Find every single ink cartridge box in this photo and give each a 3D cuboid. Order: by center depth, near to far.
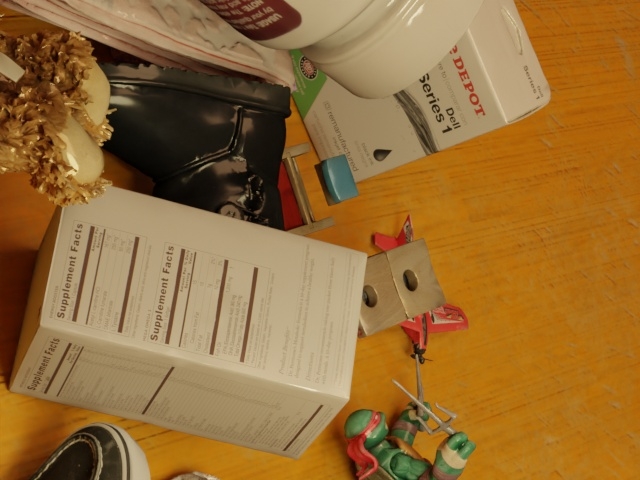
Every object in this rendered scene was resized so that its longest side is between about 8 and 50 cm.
[{"bbox_3d":[0.086,-0.160,1.847,0.092,0.219,0.160,-29,97,-51],"label":"ink cartridge box"}]

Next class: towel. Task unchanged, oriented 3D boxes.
[{"bbox_3d":[-0.161,-0.306,1.718,0.317,0.053,0.332,17,54,-43],"label":"towel"}]

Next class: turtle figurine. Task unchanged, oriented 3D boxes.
[{"bbox_3d":[0.093,0.210,1.789,0.234,0.118,0.175,53,1,-22],"label":"turtle figurine"}]

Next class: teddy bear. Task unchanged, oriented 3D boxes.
[{"bbox_3d":[-0.301,-0.125,1.429,0.338,0.113,0.245,13,43,-32],"label":"teddy bear"}]

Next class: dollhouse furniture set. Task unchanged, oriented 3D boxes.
[{"bbox_3d":[0.000,0.000,1.751,0.129,0.129,0.183,-18,90,-51],"label":"dollhouse furniture set"}]

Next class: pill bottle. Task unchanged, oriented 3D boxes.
[{"bbox_3d":[-0.052,-0.300,1.611,0.392,0.224,0.224,36,50,-28],"label":"pill bottle"}]

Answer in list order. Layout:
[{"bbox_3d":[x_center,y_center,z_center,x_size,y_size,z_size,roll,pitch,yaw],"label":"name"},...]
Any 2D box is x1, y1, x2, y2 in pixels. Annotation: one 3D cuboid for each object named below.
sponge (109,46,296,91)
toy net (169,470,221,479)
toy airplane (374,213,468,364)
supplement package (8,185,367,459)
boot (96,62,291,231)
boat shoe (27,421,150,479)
[{"bbox_3d":[-0.112,-0.205,1.784,0.210,0.031,0.117,11,64,-46],"label":"sponge"},{"bbox_3d":[-0.118,0.269,1.541,0.122,0.045,0.232,40,47,-2],"label":"toy net"},{"bbox_3d":[0.087,0.049,1.911,0.151,0.028,0.151,24,56,-43],"label":"toy airplane"},{"bbox_3d":[-0.105,0.063,1.524,0.244,0.139,0.134,15,59,-13],"label":"supplement package"},{"bbox_3d":[-0.130,-0.038,1.641,0.246,0.094,0.207,5,82,-31],"label":"boot"},{"bbox_3d":[-0.222,0.244,1.405,0.105,0.113,0.306,56,48,-38],"label":"boat shoe"}]
